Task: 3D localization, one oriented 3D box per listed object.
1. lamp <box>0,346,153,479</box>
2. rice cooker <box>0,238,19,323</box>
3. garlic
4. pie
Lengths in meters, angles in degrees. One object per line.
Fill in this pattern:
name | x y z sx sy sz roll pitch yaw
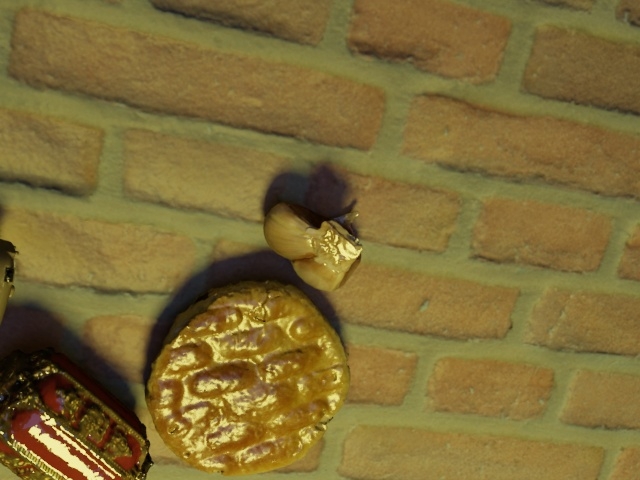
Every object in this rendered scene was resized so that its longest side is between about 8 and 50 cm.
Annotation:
lamp | -0.374 0.278 1.453 0.177 0.177 0.274 -42 117 2
rice cooker | -0.490 0.071 1.351 0.127 0.145 0.206 16 102 -33
garlic | -0.006 0.001 1.494 0.174 0.099 0.124 38 116 -20
pie | -0.112 0.217 1.549 0.340 0.083 0.339 -7 114 -15
